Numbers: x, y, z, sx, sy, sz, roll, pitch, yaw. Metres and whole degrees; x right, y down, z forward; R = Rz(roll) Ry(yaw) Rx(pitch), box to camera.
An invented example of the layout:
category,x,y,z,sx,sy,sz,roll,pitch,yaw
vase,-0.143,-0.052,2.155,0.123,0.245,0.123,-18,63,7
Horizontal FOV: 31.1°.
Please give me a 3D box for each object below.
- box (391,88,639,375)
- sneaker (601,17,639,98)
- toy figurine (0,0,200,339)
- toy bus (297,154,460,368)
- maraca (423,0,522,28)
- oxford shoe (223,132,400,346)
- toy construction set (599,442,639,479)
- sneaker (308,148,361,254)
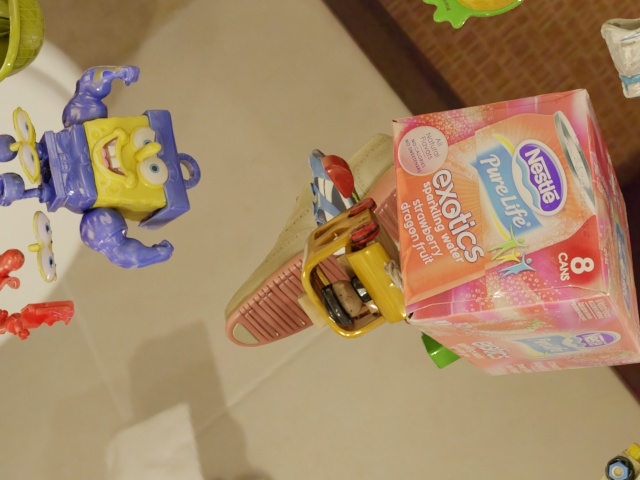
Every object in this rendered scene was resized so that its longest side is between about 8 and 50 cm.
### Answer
category,x,y,z,sx,sy,sz,roll,pitch,yaw
box,0.165,0.011,0.905,0.142,0.154,0.300,-7,163,18
sneaker,0.307,-0.188,0.912,0.191,0.083,0.071,-28,-172,34
toy figurine,-0.228,-0.084,1.123,0.217,0.362,0.191,-3,160,-35
toy bus,0.032,0.038,1.064,0.104,0.191,0.202,-32,145,8
maraca,0.259,-0.414,1.862,0.186,0.127,0.099,-25,155,1
oxford shoe,0.000,0.000,1.725,0.397,0.146,0.140,-40,140,-5
toy construction set,0.535,0.461,1.874,0.327,0.215,0.151,-49,157,-3
sneaker,0.012,-0.046,1.335,0.059,0.144,0.053,-38,144,18
